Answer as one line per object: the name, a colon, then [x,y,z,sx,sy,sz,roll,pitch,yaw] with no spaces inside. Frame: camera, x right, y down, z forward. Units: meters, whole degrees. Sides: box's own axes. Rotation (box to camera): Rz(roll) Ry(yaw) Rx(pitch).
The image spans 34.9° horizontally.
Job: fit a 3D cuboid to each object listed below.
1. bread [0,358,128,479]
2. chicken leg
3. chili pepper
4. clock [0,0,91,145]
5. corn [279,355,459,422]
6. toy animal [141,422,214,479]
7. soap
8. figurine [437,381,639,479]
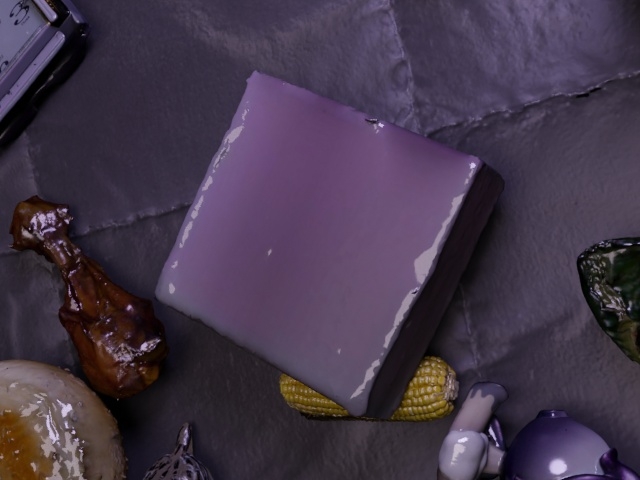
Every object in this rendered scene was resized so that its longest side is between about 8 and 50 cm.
bread: [-0.360,0.287,1.227,0.306,0.159,0.305,-2,86,25]
chicken leg: [-0.283,0.060,1.243,0.113,0.093,0.304,-37,67,0]
chili pepper: [0.358,0.089,0.946,0.116,0.148,0.264,-40,71,-9]
clock: [-0.421,-0.248,1.299,0.253,0.083,0.186,-44,73,16]
corn: [0.051,0.162,1.103,0.203,0.072,0.072,-4,88,24]
toy animal: [-0.169,0.285,1.180,0.098,0.098,0.137,-5,87,23]
soap: [0.000,0.000,1.069,0.296,0.107,0.285,28,91,29]
figurine: [0.222,0.232,0.991,0.222,0.145,0.145,17,96,26]
